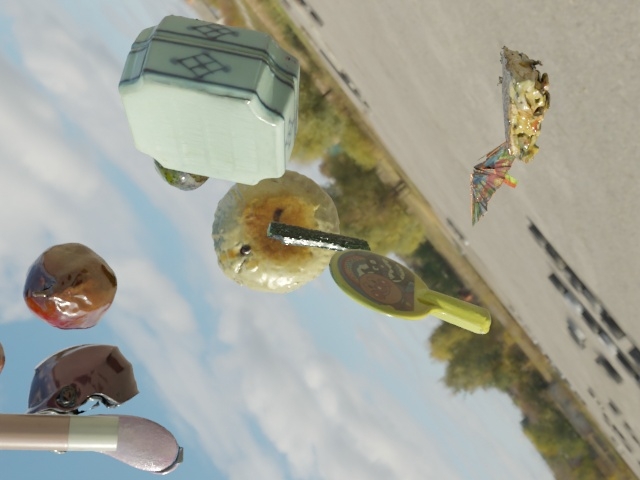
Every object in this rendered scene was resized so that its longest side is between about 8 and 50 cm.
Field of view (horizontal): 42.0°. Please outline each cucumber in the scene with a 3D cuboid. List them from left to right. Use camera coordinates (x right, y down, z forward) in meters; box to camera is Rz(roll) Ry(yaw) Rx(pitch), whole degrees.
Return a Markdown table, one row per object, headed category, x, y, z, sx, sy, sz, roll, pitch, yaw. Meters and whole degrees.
| category | x | y | z | sx | sy | sz | roll | pitch | yaw |
| --- | --- | --- | --- | --- | --- | --- | --- | --- | --- |
| cucumber | 0.000 | -0.001 | 1.970 | 0.257 | 0.043 | 0.044 | 11 | -144 | -13 |

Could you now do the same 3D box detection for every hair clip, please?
| category | x | y | z | sx | sy | sz | roll | pitch | yaw |
| --- | --- | --- | --- | --- | --- | --- | --- | --- | --- |
| hair clip | -0.505 | 0.480 | 2.018 | 0.095 | 0.359 | 0.110 | 115 | 164 | -59 |

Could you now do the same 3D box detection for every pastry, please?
| category | x | y | z | sx | sy | sz | roll | pitch | yaw |
| --- | --- | --- | --- | --- | --- | --- | --- | --- | --- |
| pastry | -0.137 | -0.026 | 2.501 | 0.388 | 0.388 | 0.312 | 51 | 180 | -2 |

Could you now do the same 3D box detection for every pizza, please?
| category | x | y | z | sx | sy | sz | roll | pitch | yaw |
| --- | --- | --- | --- | --- | --- | --- | --- | --- | --- |
| pizza | 0.301 | -0.214 | 1.224 | 0.226 | 0.069 | 0.147 | 68 | -160 | -61 |

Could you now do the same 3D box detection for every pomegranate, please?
| category | x | y | z | sx | sy | sz | roll | pitch | yaw |
| --- | --- | --- | --- | --- | --- | --- | --- | --- | --- |
| pomegranate | -0.294 | -0.183 | 1.850 | 0.138 | 0.163 | 0.125 | 25 | 133 | 24 |

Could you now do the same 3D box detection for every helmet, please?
| category | x | y | z | sx | sy | sz | roll | pitch | yaw |
| --- | --- | --- | --- | --- | --- | --- | --- | --- | --- |
| helmet | -0.693 | 0.397 | 2.378 | 0.271 | 0.338 | 0.197 | 139 | 124 | -70 |

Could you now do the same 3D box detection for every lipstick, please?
| category | x | y | z | sx | sy | sz | roll | pitch | yaw |
| --- | --- | --- | --- | --- | --- | --- | --- | --- | --- |
| lipstick | -0.529 | 0.377 | 1.641 | 0.254 | 0.070 | 0.070 | 5 | -157 | -15 |

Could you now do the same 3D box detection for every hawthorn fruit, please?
| category | x | y | z | sx | sy | sz | roll | pitch | yaw |
| --- | --- | --- | --- | --- | --- | --- | --- | --- | --- |
| hawthorn fruit | -0.574 | 0.110 | 1.866 | 0.208 | 0.208 | 0.248 | 51 | -173 | -3 |

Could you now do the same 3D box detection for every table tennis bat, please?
| category | x | y | z | sx | sy | sz | roll | pitch | yaw |
| --- | --- | --- | --- | --- | --- | --- | --- | --- | --- |
| table tennis bat | 0.190 | 0.113 | 1.753 | 0.369 | 0.054 | 0.224 | 22 | -153 | -5 |

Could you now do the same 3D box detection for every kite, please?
| category | x | y | z | sx | sy | sz | roll | pitch | yaw |
| --- | --- | --- | --- | --- | --- | --- | --- | --- | --- |
| kite | 0.340 | -0.131 | 1.578 | 0.014 | 0.241 | 0.183 | 39 | -165 | 35 |

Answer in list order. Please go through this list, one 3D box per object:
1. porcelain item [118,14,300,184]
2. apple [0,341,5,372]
| category | x | y | z | sx | sy | sz | roll | pitch | yaw |
| --- | --- | --- | --- | --- | --- | --- | --- | --- | --- |
| porcelain item | -0.179 | -0.233 | 1.410 | 0.286 | 0.281 | 0.157 | 92 | -171 | -63 |
| apple | -0.832 | 0.315 | 1.827 | 0.235 | 0.305 | 0.306 | 11 | -165 | -9 |
